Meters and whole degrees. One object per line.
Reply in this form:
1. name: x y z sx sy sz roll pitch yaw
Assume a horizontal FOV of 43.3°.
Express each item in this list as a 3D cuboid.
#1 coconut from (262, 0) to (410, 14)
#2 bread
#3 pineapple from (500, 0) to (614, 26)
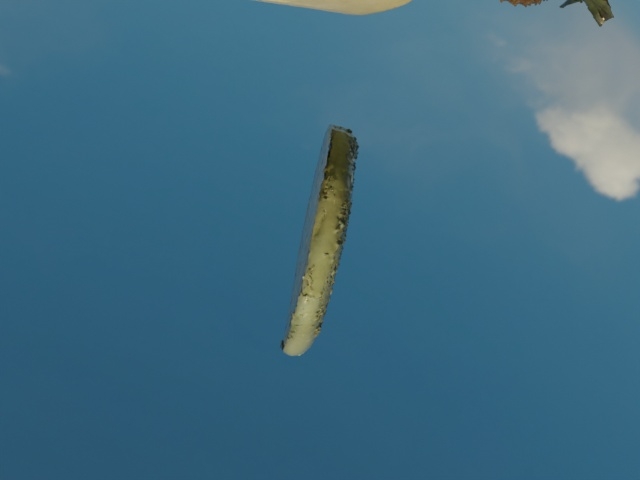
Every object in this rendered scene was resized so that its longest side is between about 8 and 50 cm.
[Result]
1. coconut: -0.003 -0.351 0.704 0.323 0.323 0.323 14 -135 -14
2. bread: 0.000 0.000 0.882 0.040 0.267 0.267 12 -135 -3
3. pineapple: 0.363 -0.402 1.239 0.277 0.130 0.119 -5 -97 -43
